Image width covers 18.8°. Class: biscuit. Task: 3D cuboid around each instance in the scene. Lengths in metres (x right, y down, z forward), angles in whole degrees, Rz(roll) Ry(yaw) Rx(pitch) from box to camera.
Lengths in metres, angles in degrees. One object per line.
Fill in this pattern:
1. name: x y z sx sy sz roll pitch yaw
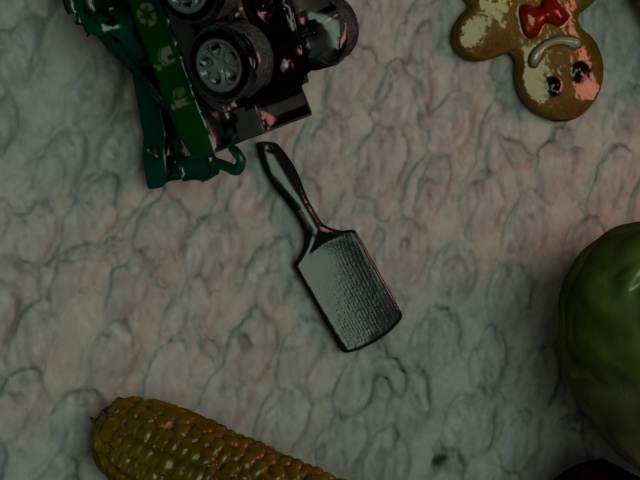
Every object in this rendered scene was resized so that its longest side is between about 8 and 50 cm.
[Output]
1. biscuit: 0.175 -0.216 1.676 0.158 0.035 0.240 -31 97 -17

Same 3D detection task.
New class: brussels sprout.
1. brussels sprout: 0.349 0.102 1.595 0.273 0.316 0.243 18 104 -49

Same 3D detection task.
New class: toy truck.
1. toy truck: -0.112 -0.225 1.492 0.176 0.178 0.364 -27 102 -56

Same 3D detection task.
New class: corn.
1. corn: -0.042 0.210 1.490 0.313 0.102 0.102 22 78 10

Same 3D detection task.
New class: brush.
1. brush: 0.000 0.000 1.608 0.063 0.016 0.193 -31 98 -19

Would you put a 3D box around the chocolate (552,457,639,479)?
1. chocolate: 0.242 0.273 1.612 0.176 0.177 0.177 1 86 -20

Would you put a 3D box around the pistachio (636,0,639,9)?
1. pistachio: 0.352 -0.229 1.690 0.157 0.157 0.229 -38 87 -18
